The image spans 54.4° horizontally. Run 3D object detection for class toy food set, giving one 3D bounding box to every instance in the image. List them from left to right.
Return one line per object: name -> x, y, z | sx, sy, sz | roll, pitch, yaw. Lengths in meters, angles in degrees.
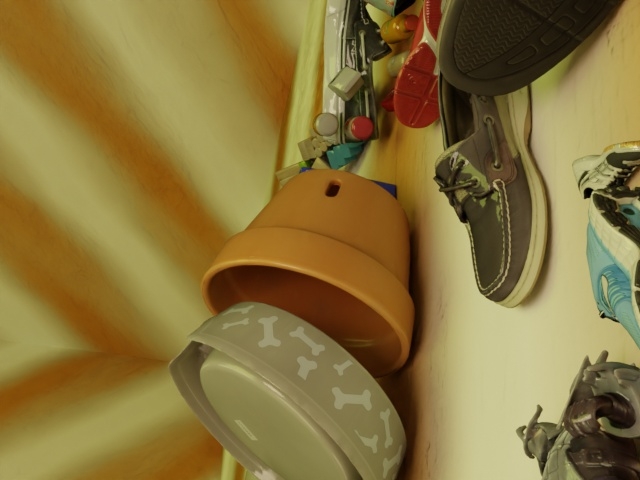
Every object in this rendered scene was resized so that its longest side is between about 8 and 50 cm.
toy food set -> 0.091, -0.250, 1.013 | 0.232, 0.111, 0.104 | -50, 15, -1

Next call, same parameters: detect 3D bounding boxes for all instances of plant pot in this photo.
plant pot -> 0.006, 0.039, 0.883 | 0.290, 0.291, 0.203 | 119, 175, -56

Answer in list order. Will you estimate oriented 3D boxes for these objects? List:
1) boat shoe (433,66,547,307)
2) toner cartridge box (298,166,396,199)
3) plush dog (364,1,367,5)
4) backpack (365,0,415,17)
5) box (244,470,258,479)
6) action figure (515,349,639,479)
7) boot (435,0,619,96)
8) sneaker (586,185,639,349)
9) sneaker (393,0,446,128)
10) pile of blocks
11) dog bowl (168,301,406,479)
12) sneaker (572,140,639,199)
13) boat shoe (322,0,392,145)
boat shoe -> 0.159, -0.071, 0.628 | 0.103, 0.093, 0.285 | 124, 154, -62
toner cartridge box -> 0.000, 0.000, 1.137 | 0.347, 0.165, 0.075 | 122, 156, -59
plush dog -> 0.116, -0.591, 1.157 | 0.225, 0.211, 0.262 | -22, 86, 60
backpack -> 0.113, -0.428, 0.897 | 0.166, 0.145, 0.188 | -57, -8, -80
box -> -0.078, 0.536, 1.107 | 0.121, 0.148, 0.310 | -131, 51, -73
action figure -> 0.176, 0.170, 0.353 | 0.285, 0.099, 0.185 | -115, 25, -77
boot -> 0.195, -0.346, 0.578 | 0.284, 0.138, 0.377 | -102, 29, -58
sneaker -> 0.216, 0.038, 0.405 | 0.162, 0.064, 0.073 | -88, -5, -46
sneaker -> 0.164, -0.274, 0.871 | 0.128, 0.087, 0.221 | -68, -4, -59
pile of blocks -> 0.040, -0.197, 1.325 | 0.113, 0.149, 0.362 | -33, -13, -42
dog bowl -> -0.042, 0.225, 0.817 | 0.102, 0.349, 0.348 | -44, -10, -33
sneaker -> 0.226, -0.052, 0.474 | 0.083, 0.032, 0.036 | 138, 127, -78
boat shoe -> 0.068, -0.338, 1.112 | 0.121, 0.119, 0.334 | -69, -19, -76
